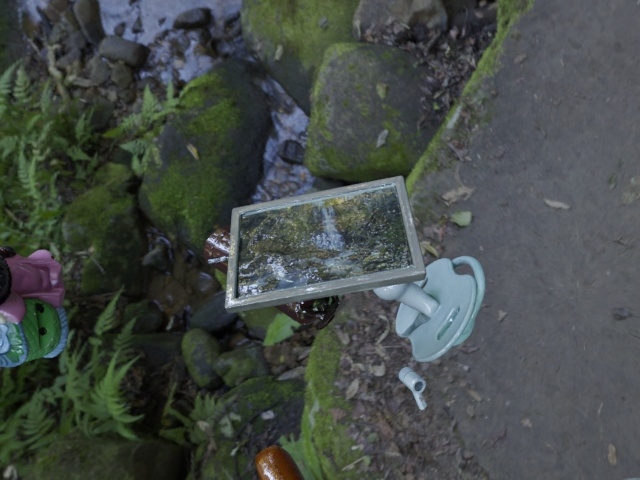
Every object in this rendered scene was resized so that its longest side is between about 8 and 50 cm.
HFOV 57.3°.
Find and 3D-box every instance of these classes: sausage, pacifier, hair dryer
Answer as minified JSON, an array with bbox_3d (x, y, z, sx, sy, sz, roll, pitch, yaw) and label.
[{"bbox_3d":[-0.053,0.579,1.286,0.083,0.089,0.300,-50,51,9],"label":"sausage"},{"bbox_3d":[0.249,0.130,1.449,0.269,0.343,0.288,32,95,-18],"label":"pacifier"},{"bbox_3d":[0.275,0.432,1.663,0.047,0.082,0.137,-28,110,-12],"label":"hair dryer"}]

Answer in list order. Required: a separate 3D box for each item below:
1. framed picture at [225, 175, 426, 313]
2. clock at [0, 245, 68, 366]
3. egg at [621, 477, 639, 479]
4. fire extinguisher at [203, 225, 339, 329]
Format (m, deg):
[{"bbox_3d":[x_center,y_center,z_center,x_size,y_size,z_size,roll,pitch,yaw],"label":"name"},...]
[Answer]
[{"bbox_3d":[0.000,0.000,0.987,0.324,0.020,0.241,-10,45,8],"label":"framed picture"},{"bbox_3d":[-0.488,0.097,0.901,0.100,0.195,0.194,-15,77,15],"label":"clock"},{"bbox_3d":[0.725,0.599,1.261,0.209,0.151,0.151,13,90,22],"label":"egg"},{"bbox_3d":[-0.095,0.077,1.143,0.341,0.141,0.105,28,119,34],"label":"fire extinguisher"}]
